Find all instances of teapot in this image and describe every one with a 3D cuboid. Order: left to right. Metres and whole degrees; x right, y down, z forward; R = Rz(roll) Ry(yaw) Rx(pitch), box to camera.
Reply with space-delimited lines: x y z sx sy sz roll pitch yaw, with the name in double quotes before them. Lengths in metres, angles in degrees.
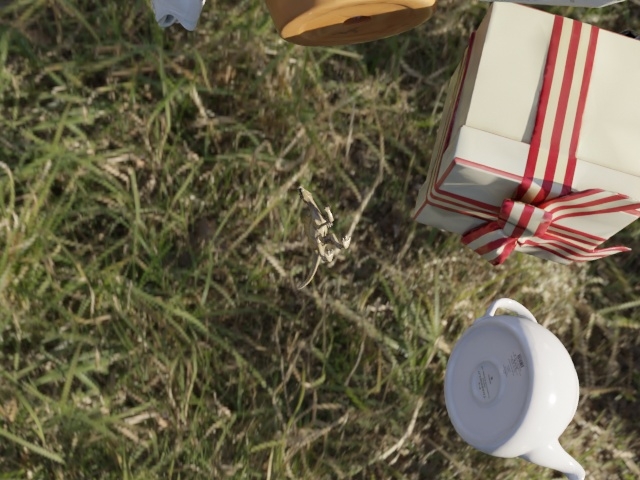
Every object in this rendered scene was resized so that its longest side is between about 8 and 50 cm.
"teapot" 0.347 0.248 1.516 0.187 0.252 0.256 12 95 -32

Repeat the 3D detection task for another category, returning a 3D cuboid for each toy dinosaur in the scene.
"toy dinosaur" 0.000 0.000 1.433 0.053 0.183 0.092 -17 25 -34

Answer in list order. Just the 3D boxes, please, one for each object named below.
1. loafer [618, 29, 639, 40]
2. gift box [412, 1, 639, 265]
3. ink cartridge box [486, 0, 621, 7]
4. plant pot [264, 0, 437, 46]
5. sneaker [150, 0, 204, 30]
"loafer" 0.562 -0.356 1.638 0.084 0.267 0.096 38 100 -13
"gift box" 0.282 -0.109 1.095 0.276 0.255 0.258 16 73 4
"ink cartridge box" 0.366 -0.358 0.852 0.384 0.091 0.308 17 66 35
"plant pot" 0.033 -0.367 1.098 0.290 0.291 0.204 -8 87 -13
"sneaker" -0.244 -0.379 1.368 0.080 0.094 0.212 -8 29 -31
